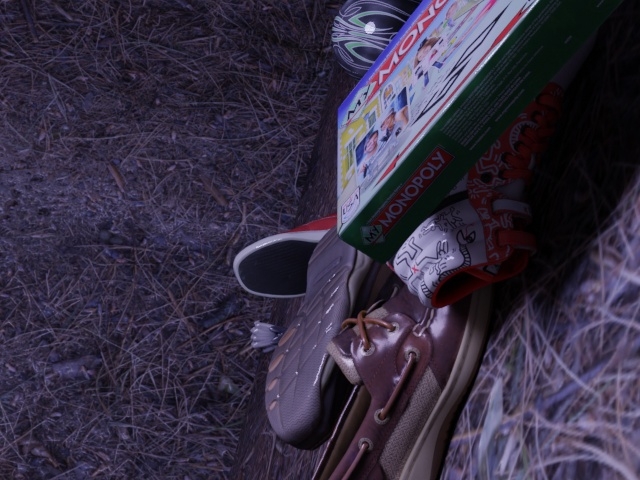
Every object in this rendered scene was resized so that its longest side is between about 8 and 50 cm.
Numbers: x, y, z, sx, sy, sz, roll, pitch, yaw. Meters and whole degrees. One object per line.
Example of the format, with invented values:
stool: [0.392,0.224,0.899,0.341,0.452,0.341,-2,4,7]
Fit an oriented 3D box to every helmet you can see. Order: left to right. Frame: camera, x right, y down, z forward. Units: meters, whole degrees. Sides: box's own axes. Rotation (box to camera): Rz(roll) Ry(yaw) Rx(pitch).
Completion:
helmet: [0.099,-0.306,1.312,0.169,0.162,0.169,-171,90,-81]

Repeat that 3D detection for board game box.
board game box: [0.120,-0.156,0.628,0.317,0.046,0.213,-50,20,27]

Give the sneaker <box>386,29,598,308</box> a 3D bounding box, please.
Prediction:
sneaker: [0.157,-0.060,0.724,0.270,0.090,0.145,-42,59,17]

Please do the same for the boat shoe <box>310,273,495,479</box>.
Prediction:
boat shoe: [0.066,0.115,0.812,0.123,0.123,0.342,-145,73,-82]

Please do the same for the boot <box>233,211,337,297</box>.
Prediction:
boot: [0.000,0.000,1.229,0.176,0.244,0.088,-95,-11,-72]

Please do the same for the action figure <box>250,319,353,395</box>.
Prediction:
action figure: [-0.009,0.162,1.153,0.275,0.141,0.164,-83,-19,-64]

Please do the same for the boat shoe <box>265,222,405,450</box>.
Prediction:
boat shoe: [0.045,0.096,0.992,0.132,0.130,0.355,-42,18,40]
